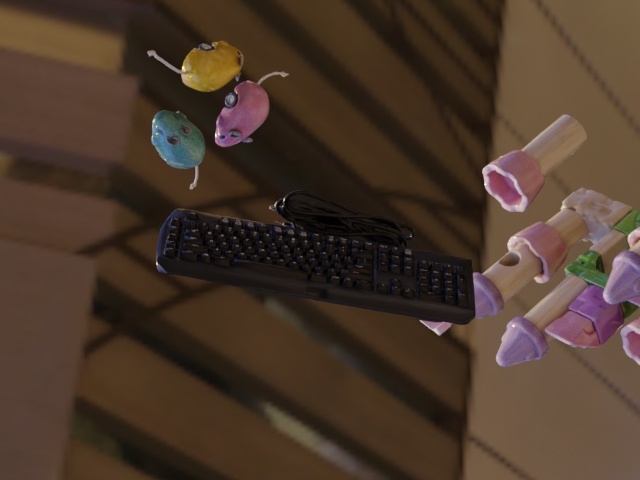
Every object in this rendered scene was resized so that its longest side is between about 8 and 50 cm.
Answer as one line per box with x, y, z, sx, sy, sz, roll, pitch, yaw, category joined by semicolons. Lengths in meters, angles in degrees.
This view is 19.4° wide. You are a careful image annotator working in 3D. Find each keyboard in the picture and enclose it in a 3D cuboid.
0.000;0.000;1.129;0.100;0.192;0.038;-90;12;-63;keyboard

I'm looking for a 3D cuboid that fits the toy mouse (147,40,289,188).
-0.089;-0.099;1.583;0.161;0.031;0.143;-14;-51;-44;toy mouse

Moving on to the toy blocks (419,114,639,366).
0.300;0.077;2.071;0.260;0.289;0.309;-40;-48;-22;toy blocks
